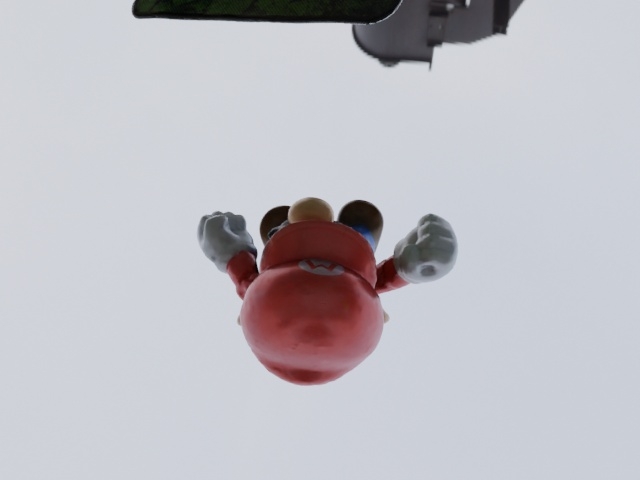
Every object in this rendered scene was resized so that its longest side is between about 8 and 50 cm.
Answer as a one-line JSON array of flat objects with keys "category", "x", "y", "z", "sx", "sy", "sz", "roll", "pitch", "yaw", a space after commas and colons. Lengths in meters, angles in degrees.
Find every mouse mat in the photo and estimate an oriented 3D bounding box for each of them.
[{"category": "mouse mat", "x": -0.011, "y": -0.181, "z": 0.477, "sx": 0.189, "sy": 0.007, "sz": 0.153, "roll": 12, "pitch": -115, "yaw": 34}]

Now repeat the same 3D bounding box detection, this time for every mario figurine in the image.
[{"category": "mario figurine", "x": 0.000, "y": 0.000, "z": 0.764, "sx": 0.198, "sy": 0.320, "sz": 0.170, "roll": -40, "pitch": -81, "yaw": 8}]
